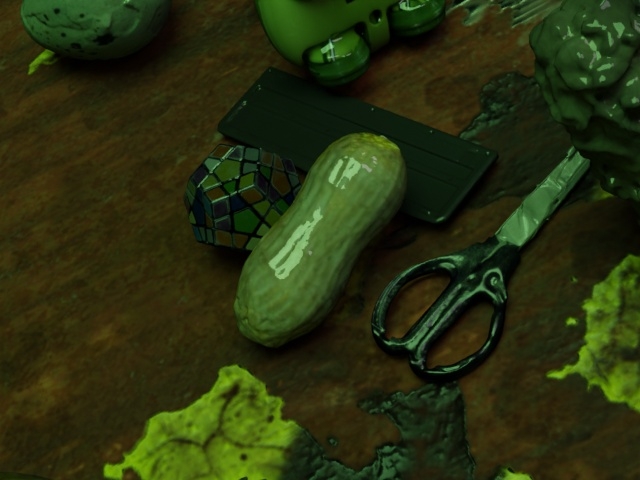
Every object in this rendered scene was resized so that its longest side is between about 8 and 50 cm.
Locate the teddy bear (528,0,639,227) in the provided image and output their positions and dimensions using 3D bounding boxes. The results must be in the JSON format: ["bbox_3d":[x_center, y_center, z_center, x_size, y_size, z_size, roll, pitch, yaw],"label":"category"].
[{"bbox_3d":[0.389,-0.119,1.017,0.357,0.224,0.367,36,67,27],"label":"teddy bear"}]

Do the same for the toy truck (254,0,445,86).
[{"bbox_3d":[0.019,-0.264,1.299,0.187,0.148,0.210,-23,31,0],"label":"toy truck"}]

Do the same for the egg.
[{"bbox_3d":[-0.233,-0.245,1.375,0.164,0.131,0.131,-24,51,15],"label":"egg"}]

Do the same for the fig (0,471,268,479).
[{"bbox_3d":[-0.166,0.260,0.943,0.369,0.286,0.286,-29,48,-32],"label":"fig"}]

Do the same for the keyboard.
[{"bbox_3d":[0.068,-0.077,1.205,0.381,0.041,0.103,22,63,39],"label":"keyboard"}]

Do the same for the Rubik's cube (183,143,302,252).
[{"bbox_3d":[-0.068,-0.036,1.188,0.093,0.111,0.111,38,73,10],"label":"Rubik's cube"}]

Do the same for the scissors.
[{"bbox_3d":[0.164,-0.005,1.130,0.109,0.022,0.300,34,72,31],"label":"scissors"}]

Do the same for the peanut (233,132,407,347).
[{"bbox_3d":[0.000,0.000,1.125,0.087,0.087,0.206,35,89,35],"label":"peanut"}]
